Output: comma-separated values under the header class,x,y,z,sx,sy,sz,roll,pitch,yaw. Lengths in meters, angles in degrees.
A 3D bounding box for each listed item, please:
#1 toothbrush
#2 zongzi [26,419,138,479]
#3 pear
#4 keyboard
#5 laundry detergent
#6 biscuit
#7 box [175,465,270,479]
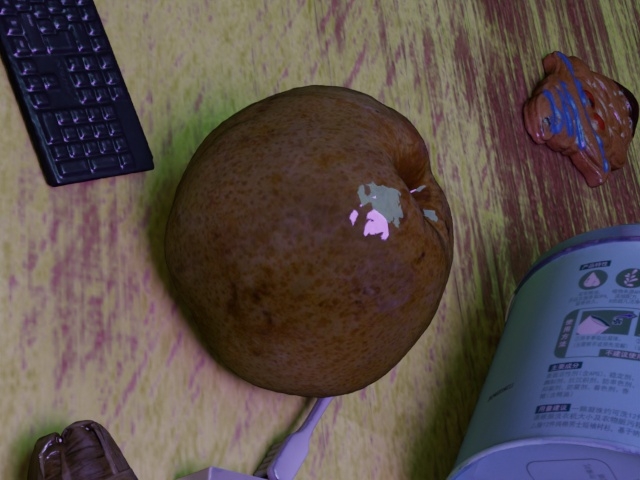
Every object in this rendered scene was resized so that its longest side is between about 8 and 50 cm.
class,x,y,z,sx,sy,sz,roll,pitch,yaw
toothbrush,0.033,0.085,0.878,0.025,0.030,0.342,49,44,-14
zongzi,-0.173,0.209,0.605,0.176,0.078,0.160,-28,67,-21
pear,0.000,0.000,0.757,0.188,0.211,0.228,-32,93,-49
keyboard,-0.218,-0.190,0.789,0.101,0.018,0.310,-14,80,-46
laundry detergent,0.282,0.156,0.891,0.287,0.287,0.305,47,45,-16
biscuit,0.347,-0.161,1.306,0.280,0.043,0.183,-14,83,-44
box,-0.043,0.239,0.712,0.130,0.051,0.129,23,55,-34
